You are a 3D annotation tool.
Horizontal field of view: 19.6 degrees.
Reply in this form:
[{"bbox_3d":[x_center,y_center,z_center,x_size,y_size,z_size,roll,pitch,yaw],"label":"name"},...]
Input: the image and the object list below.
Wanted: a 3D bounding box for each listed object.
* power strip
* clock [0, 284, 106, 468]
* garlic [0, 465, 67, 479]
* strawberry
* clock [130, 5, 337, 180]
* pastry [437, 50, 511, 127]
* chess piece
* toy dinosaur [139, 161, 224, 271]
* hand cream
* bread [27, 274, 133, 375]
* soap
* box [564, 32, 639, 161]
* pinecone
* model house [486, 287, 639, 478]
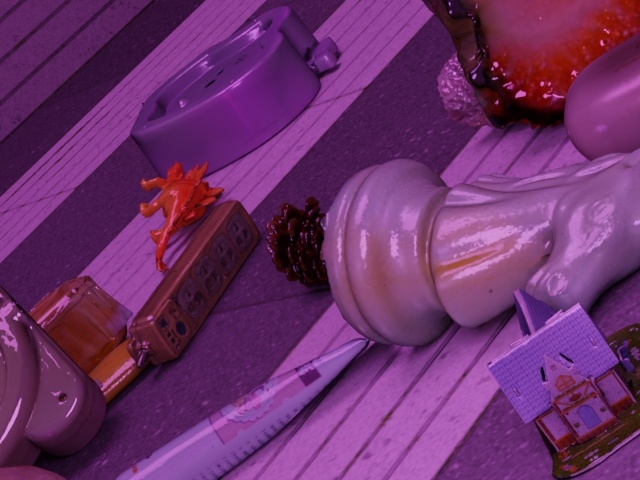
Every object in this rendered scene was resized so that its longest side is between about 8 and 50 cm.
[{"bbox_3d":[-0.147,0.050,2.181,0.044,0.064,0.305,-17,26,35],"label":"power strip"},{"bbox_3d":[-0.428,0.192,2.053,0.309,0.284,0.114,-44,-22,-7],"label":"clock"},{"bbox_3d":[-0.341,0.311,1.826,0.245,0.145,0.164,-41,-13,-18],"label":"garlic"},{"bbox_3d":[0.265,-0.258,1.956,0.306,0.233,0.138,-28,-2,-9],"label":"strawberry"},{"bbox_3d":[-0.128,-0.224,2.781,0.338,0.102,0.338,-33,18,12],"label":"clock"},{"bbox_3d":[0.241,-0.224,2.077,0.112,0.103,0.265,-6,37,48],"label":"pastry"},{"bbox_3d":[0.165,0.003,1.607,0.298,0.175,0.176,-7,32,35],"label":"chess piece"},{"bbox_3d":[-0.186,-0.052,2.521,0.117,0.070,0.288,-33,23,12],"label":"toy dinosaur"},{"bbox_3d":[-0.074,0.180,1.741,0.331,0.058,0.085,-32,-6,2],"label":"hand cream"},{"bbox_3d":[-0.343,0.153,2.229,0.241,0.107,0.136,-44,16,-23],"label":"bread"},{"bbox_3d":[-0.253,0.166,2.142,0.168,0.033,0.089,-43,15,-18],"label":"soap"},{"bbox_3d":[0.321,-0.147,1.737,0.200,0.088,0.146,-28,21,24],"label":"box"},{"bbox_3d":[0.001,0.003,1.984,0.109,0.102,0.102,10,43,29],"label":"pinecone"},{"bbox_3d":[0.188,0.089,1.392,0.117,0.088,0.167,-34,17,12],"label":"model house"}]
